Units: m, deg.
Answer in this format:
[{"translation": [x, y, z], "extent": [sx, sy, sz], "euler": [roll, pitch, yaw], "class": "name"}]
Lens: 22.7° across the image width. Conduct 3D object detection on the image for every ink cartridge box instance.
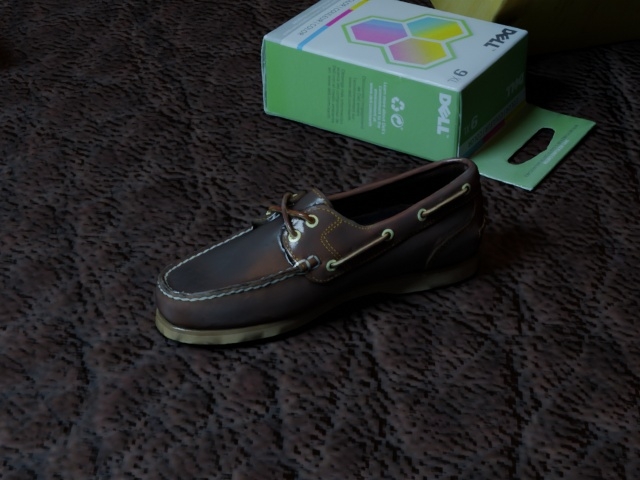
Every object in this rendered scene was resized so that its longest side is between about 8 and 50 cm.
[{"translation": [0.076, -0.110, 1.100], "extent": [0.209, 0.062, 0.109], "euler": [18, 36, 26], "class": "ink cartridge box"}]

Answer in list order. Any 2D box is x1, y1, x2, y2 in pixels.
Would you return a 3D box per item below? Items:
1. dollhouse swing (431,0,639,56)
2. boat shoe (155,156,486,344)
[{"translation": [0.249, -0.326, 1.209], "extent": [0.347, 0.315, 0.305], "euler": [-10, 69, -15], "class": "dollhouse swing"}, {"translation": [0.000, 0.000, 0.921], "extent": [0.207, 0.073, 0.073], "euler": [-17, 37, -22], "class": "boat shoe"}]
